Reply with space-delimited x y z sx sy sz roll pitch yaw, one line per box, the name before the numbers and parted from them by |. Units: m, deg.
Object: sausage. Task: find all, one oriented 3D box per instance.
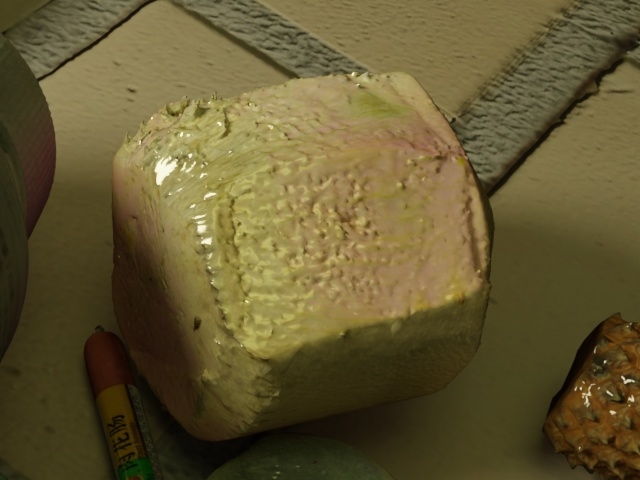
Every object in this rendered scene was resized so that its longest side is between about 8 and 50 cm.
sausage | -0.116 0.141 0.929 0.029 0.029 0.223 -5 51 -22

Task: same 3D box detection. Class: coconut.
coconut | 0.000 0.000 0.962 0.245 0.233 0.233 -15 55 -28

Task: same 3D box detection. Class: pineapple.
pineapple | 0.293 0.154 1.000 0.277 0.119 0.130 29 3 7

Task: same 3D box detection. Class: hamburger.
hamburger | -0.012 0.182 0.904 0.133 0.062 0.140 35 50 20

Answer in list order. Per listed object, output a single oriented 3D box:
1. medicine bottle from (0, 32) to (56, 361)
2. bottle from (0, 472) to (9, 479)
medicine bottle | -0.288 0.002 0.816 0.256 0.256 0.325 17 30 -2
bottle | -0.104 0.247 0.792 0.330 0.093 0.093 38 48 17
